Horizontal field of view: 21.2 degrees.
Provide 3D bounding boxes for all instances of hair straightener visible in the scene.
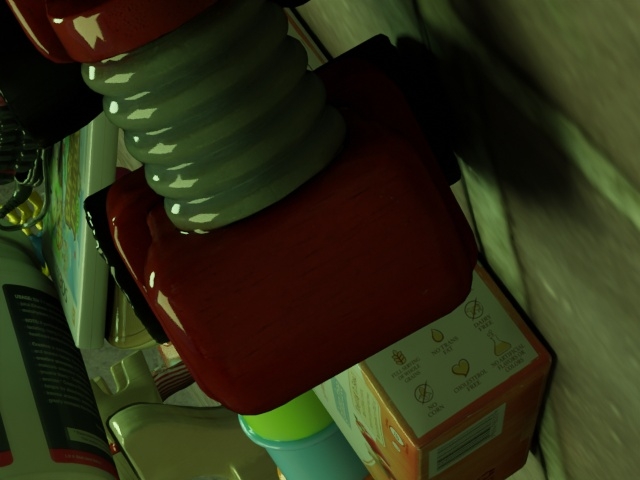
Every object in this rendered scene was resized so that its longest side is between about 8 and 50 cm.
[{"bbox_3d":[-0.223,-0.102,1.285,0.089,0.047,0.230,-120,37,-55],"label":"hair straightener"}]

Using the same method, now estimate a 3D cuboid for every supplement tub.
[{"bbox_3d":[-0.273,0.134,1.335,0.191,0.191,0.272,72,176,-59],"label":"supplement tub"}]

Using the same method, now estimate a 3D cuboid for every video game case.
[{"bbox_3d":[-0.183,-0.053,1.285,0.193,0.023,0.212,-128,42,-63],"label":"video game case"}]

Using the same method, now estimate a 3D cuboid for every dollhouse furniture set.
[{"bbox_3d":[-0.144,0.176,1.739,0.152,0.201,0.374,58,165,1],"label":"dollhouse furniture set"}]

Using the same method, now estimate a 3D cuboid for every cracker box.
[{"bbox_3d":[0.000,0.000,0.723,0.232,0.067,0.156,55,170,20],"label":"cracker box"}]

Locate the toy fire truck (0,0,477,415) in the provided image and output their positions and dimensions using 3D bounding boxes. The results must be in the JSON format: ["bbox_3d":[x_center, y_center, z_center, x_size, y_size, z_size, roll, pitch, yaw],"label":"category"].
[{"bbox_3d":[-0.014,-0.053,0.455,0.217,0.158,0.246,61,-179,-21],"label":"toy fire truck"}]

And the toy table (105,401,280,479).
[{"bbox_3d":[-0.047,0.183,1.319,0.252,0.161,0.274,44,163,56],"label":"toy table"}]

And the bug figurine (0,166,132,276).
[{"bbox_3d":[-0.279,-0.071,1.558,0.279,0.216,0.072,51,140,17],"label":"bug figurine"}]

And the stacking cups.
[{"bbox_3d":[0.005,0.113,1.078,0.096,0.096,0.316,47,171,48],"label":"stacking cups"}]

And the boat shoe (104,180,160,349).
[{"bbox_3d":[-0.118,0.015,1.305,0.341,0.110,0.122,-172,82,-72],"label":"boat shoe"}]

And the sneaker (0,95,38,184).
[{"bbox_3d":[-0.235,-0.148,1.147,0.299,0.121,0.112,128,133,-54],"label":"sneaker"}]
